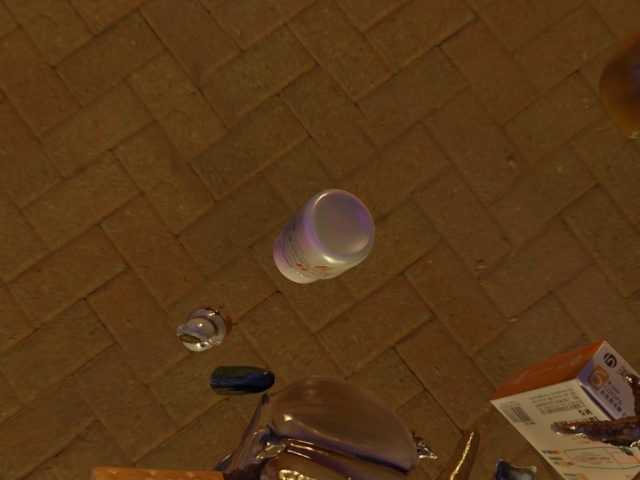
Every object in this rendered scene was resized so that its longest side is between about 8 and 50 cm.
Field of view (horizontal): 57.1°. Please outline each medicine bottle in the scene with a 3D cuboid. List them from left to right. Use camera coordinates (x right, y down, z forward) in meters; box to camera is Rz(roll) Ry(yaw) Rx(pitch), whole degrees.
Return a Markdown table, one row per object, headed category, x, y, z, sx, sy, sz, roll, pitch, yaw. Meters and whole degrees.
| category | x | y | z | sx | sy | sz | roll | pitch | yaw |
| --- | --- | --- | --- | --- | --- | --- | --- | --- | --- |
| medicine bottle | 0.000 | 0.000 | 1.798 | 0.241 | 0.302 | 0.241 | 9 | 68 | -24 |

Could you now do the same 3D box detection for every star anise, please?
| category | x | y | z | sx | sy | sz | roll | pitch | yaw |
| --- | --- | --- | --- | --- | --- | --- | --- | --- | --- |
| star anise | 0.210 | 0.471 | 1.360 | 0.129 | 0.124 | 0.056 | 28 | 113 | 13 |

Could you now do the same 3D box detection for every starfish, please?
| category | x | y | z | sx | sy | sz | roll | pitch | yaw |
| --- | --- | --- | --- | --- | --- | --- | --- | --- | --- |
| starfish | 0.331 | 0.179 | 0.550 | 0.238 | 0.213 | 0.057 | -12 | 91 | -43 |

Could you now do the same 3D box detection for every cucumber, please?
| category | x | y | z | sx | sy | sz | roll | pitch | yaw |
| --- | --- | --- | --- | --- | --- | --- | --- | --- | --- |
| cucumber | -0.118 | 0.221 | 0.925 | 0.105 | 0.048 | 0.048 | -6 | 84 | 27 |

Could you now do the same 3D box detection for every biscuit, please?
| category | x | y | z | sx | sy | sz | roll | pitch | yaw |
| --- | --- | --- | --- | --- | --- | --- | --- | --- | --- |
| biscuit | -0.189 | 0.367 | 0.833 | 0.250 | 0.160 | 0.030 | 19 | 91 | -35 |

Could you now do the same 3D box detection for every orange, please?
| category | x | y | z | sx | sy | sz | roll | pitch | yaw |
| --- | --- | --- | --- | --- | --- | --- | --- | --- | --- |
| orange | 0.413 | -0.186 | 0.701 | 0.157 | 0.134 | 0.156 | 0 | 89 | -3 |

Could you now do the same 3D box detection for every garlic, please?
| category | x | y | z | sx | sy | sz | roll | pitch | yaw |
| --- | --- | --- | --- | --- | --- | --- | --- | --- | --- |
| garlic | 0.021 | 0.340 | 0.942 | 0.325 | 0.279 | 0.132 | 21 | 126 | -8 |

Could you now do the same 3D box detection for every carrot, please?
| category | x | y | z | sx | sy | sz | roll | pitch | yaw |
| --- | --- | --- | --- | --- | --- | --- | --- | --- | --- |
| carrot | 0.284 | 0.495 | 1.251 | 0.078 | 0.078 | 0.298 | 39 | 56 | 4 |

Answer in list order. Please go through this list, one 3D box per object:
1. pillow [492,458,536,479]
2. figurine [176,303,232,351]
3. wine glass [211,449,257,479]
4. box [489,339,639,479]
| category | x | y | z | sx | sy | sz | roll | pitch | yaw |
| --- | --- | --- | --- | --- | --- | --- | --- | --- | --- |
| pillow | 0.579 | 0.711 | 1.765 | 0.136 | 0.055 | 0.091 | 14 | 63 | -14 |
| figurine | -0.355 | 0.268 | 1.803 | 0.143 | 0.271 | 0.143 | -1 | 83 | 5 |
| wine glass | -0.143 | 0.844 | 1.775 | 0.406 | 0.267 | 0.267 | 23 | 85 | 33 |
| box | 0.419 | 0.286 | 0.916 | 0.091 | 0.274 | 0.221 | -40 | 83 | -22 |
